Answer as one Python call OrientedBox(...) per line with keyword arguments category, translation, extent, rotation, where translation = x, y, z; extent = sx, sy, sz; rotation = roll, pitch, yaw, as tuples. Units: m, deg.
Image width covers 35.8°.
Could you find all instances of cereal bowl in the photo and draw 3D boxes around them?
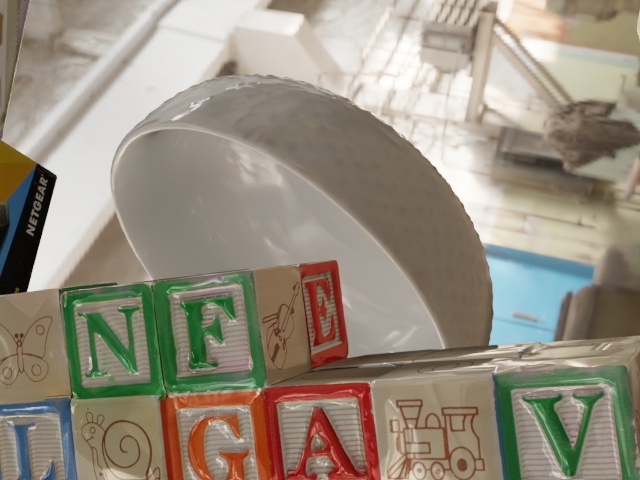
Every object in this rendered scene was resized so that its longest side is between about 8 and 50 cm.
OrientedBox(category="cereal bowl", translation=(0.000, 0.000, 0.804), extent=(0.141, 0.338, 0.339), rotation=(-48, -26, -29))

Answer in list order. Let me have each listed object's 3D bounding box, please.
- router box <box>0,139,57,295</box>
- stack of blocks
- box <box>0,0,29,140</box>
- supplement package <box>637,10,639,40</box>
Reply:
OrientedBox(category="router box", translation=(-0.276, 0.000, 0.732), extent=(0.133, 0.046, 0.179), rotation=(36, -130, -43))
OrientedBox(category="stack of blocks", translation=(-0.019, 0.095, 0.396), extent=(0.087, 0.297, 0.171), rotation=(-4, -93, -66))
OrientedBox(category="box", translation=(-0.328, -0.095, 0.916), extent=(0.067, 0.063, 0.324), rotation=(-131, 54, -66))
OrientedBox(category="supplement package", translation=(0.165, -0.075, 0.171), extent=(0.293, 0.175, 0.178), rotation=(-63, -22, -62))
